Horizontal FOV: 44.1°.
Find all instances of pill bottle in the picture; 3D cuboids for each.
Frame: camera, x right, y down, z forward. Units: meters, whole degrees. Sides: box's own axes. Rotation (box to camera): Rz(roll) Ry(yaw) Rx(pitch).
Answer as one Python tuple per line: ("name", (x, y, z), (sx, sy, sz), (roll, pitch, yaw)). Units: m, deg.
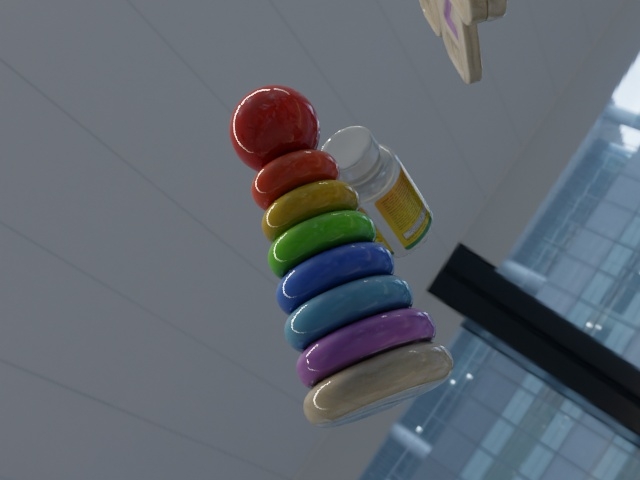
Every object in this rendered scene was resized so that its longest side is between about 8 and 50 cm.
("pill bottle", (0.084, -0.074, 1.211), (0.117, 0.118, 0.208), (-50, -47, -12))

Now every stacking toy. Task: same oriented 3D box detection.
("stacking toy", (0.000, 0.000, 0.750), (0.141, 0.330, 0.141), (-20, -18, -7))

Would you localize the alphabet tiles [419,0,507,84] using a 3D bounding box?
("alphabet tiles", (0.036, -0.232, 0.412), (0.021, 0.284, 0.277), (-17, -47, 2))
